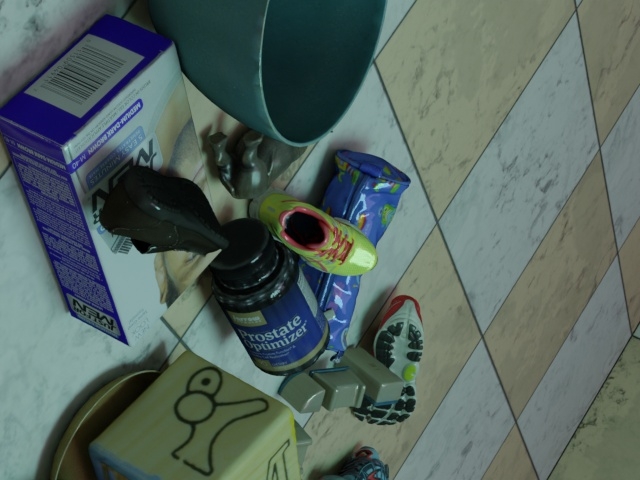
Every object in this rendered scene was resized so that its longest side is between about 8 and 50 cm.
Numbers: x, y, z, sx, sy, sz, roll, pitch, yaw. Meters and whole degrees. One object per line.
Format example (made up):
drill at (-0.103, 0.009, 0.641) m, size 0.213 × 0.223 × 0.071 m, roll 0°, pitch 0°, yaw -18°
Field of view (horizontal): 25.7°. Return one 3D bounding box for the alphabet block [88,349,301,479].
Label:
alphabet block at (-0.160, 0.299, 1.842) m, size 0.197 × 0.192 × 0.193 m, roll -44°, pitch 148°, yaw -32°

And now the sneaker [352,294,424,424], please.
sneaker at (0.129, 0.211, 2.446) m, size 0.118 × 0.107 × 0.279 m, roll -80°, pitch -175°, yaw -51°

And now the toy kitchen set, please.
toy kitchen set at (0.004, 0.281, 2.304) m, size 0.207 × 0.122 × 0.166 m, roll -1°, pitch 116°, yaw -38°

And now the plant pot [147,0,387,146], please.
plant pot at (-0.073, -0.268, 1.550) m, size 0.290 × 0.195 × 0.290 m, roll -46°, pitch 146°, yaw -45°

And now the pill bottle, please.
pill bottle at (-0.076, 0.075, 1.920) m, size 0.123 × 0.123 × 0.219 m, roll -51°, pitch 137°, yaw -24°

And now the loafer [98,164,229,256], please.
loafer at (-0.173, -0.024, 1.521) m, size 0.078 × 0.080 × 0.220 m, roll -33°, pitch 157°, yaw 12°

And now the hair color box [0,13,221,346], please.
hair color box at (-0.225, -0.060, 1.578) m, size 0.185 × 0.110 × 0.338 m, roll -49°, pitch 151°, yaw -29°

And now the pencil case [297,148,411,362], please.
pencil case at (0.029, 0.020, 2.073) m, size 0.133 × 0.119 × 0.306 m, roll -74°, pitch -175°, yaw -83°

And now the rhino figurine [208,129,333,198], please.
rhino figurine at (-0.052, -0.141, 1.850) m, size 0.243 × 0.073 × 0.106 m, roll -43°, pitch 142°, yaw -38°

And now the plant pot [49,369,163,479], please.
plant pot at (-0.277, 0.271, 1.851) m, size 0.236 × 0.032 × 0.236 m, roll -41°, pitch 146°, yaw -37°

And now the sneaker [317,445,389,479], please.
sneaker at (0.057, 0.429, 2.535) m, size 0.262 × 0.104 × 0.125 m, roll 38°, pitch 62°, yaw -67°

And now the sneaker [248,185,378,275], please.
sneaker at (0.000, 0.000, 1.940) m, size 0.209 × 0.094 × 0.081 m, roll 25°, pitch 92°, yaw -29°
